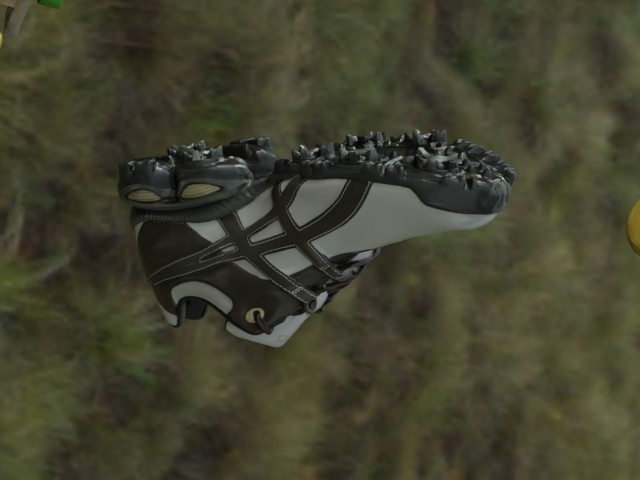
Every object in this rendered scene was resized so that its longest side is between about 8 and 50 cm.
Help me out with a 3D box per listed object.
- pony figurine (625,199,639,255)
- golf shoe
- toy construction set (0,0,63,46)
[{"bbox_3d":[0.316,0.110,0.590,0.303,0.351,0.363,-83,153,-45],"label":"pony figurine"},{"bbox_3d":[0.000,0.000,0.673,0.077,0.198,0.094,-15,101,-51],"label":"golf shoe"},{"bbox_3d":[-0.378,-0.207,1.522,0.237,0.257,0.309,13,109,-29],"label":"toy construction set"}]
